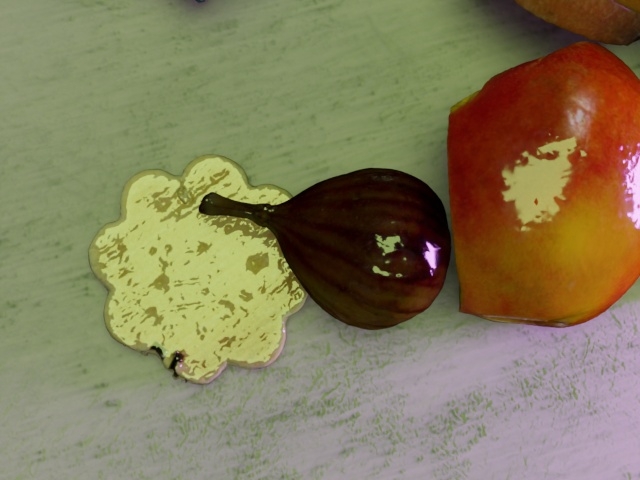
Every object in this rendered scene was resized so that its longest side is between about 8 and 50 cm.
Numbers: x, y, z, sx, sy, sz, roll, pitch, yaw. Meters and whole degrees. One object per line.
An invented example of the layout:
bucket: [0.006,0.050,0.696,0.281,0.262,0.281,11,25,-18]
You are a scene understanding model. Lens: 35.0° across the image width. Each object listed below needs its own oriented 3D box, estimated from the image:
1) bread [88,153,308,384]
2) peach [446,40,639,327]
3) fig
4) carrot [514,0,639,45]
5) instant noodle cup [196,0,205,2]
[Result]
bread: [-0.161,0.038,1.383,0.316,0.054,0.316,0,84,-2]
peach: [0.312,-0.079,1.325,0.306,0.242,0.380,2,83,3]
fig: [0.000,0.000,1.299,0.321,0.217,0.217,11,83,-5]
carrot: [0.326,-0.378,1.371,0.258,0.100,0.307,-23,69,-45]
instant noodle cup: [-0.166,-0.452,1.359,0.190,0.251,0.251,44,83,-6]
